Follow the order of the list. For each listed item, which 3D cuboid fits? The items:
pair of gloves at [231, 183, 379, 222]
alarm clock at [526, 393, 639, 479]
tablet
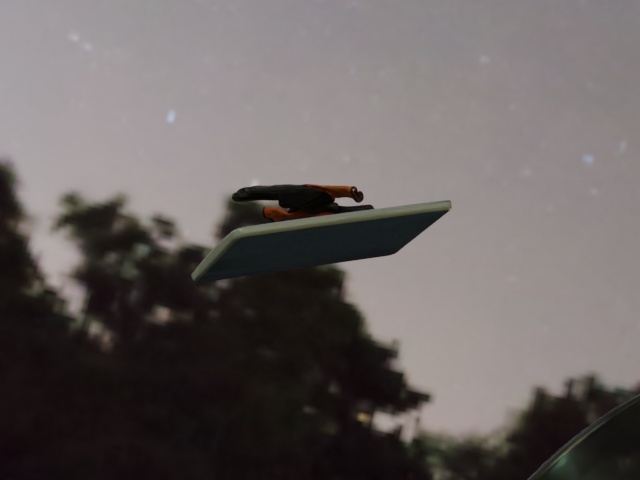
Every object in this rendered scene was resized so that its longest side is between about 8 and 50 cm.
[{"bbox_3d":[-0.006,-0.019,0.929,0.074,0.010,0.083,1,-12,19],"label":"pair of gloves"},{"bbox_3d":[0.130,0.132,0.705,0.064,0.129,0.192,50,-13,24],"label":"alarm clock"},{"bbox_3d":[0.000,0.000,0.582,0.083,0.006,0.054,-7,-16,-24],"label":"tablet"}]
